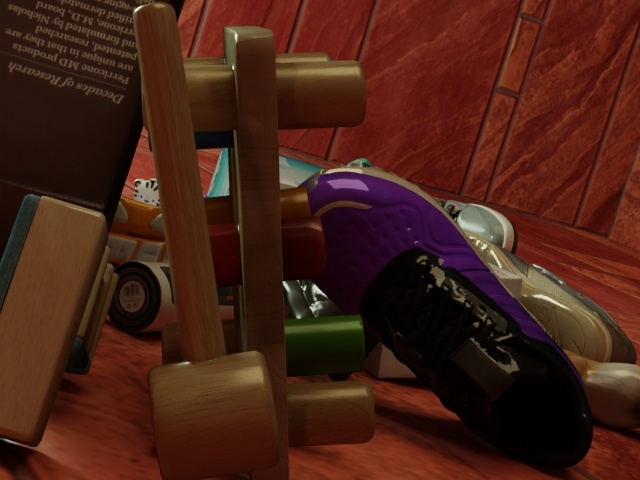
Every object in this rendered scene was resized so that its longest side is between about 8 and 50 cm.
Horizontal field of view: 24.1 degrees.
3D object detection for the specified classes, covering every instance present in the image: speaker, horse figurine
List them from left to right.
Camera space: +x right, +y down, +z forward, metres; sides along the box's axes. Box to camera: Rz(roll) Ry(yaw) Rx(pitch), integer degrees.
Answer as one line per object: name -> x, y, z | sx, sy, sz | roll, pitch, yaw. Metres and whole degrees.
speaker -> -0.107, 0.045, 1.171 | 0.055, 0.055, 0.136 | 21, 7, 29
horse figurine -> 0.262, 0.136, 1.311 | 0.263, 0.066, 0.174 | 14, 9, 17

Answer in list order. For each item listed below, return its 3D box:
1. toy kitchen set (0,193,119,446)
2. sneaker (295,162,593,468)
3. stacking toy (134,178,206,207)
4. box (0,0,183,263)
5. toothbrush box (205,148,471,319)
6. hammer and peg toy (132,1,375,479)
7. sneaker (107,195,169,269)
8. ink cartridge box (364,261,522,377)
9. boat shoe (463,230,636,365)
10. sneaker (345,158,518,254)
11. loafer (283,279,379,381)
toy kitchen set -> -0.213, 0.040, 0.846 | 0.166, 0.122, 0.207 | 17, -13, -2
sneaker -> 0.097, 0.061, 1.073 | 0.293, 0.102, 0.146 | 40, 10, -20
stacking toy -> -0.103, -0.023, 1.734 | 0.221, 0.052, 0.167 | 19, 7, 8
box -> -0.182, -0.166, 1.149 | 0.143, 0.381, 0.191 | 18, -25, -5
toothbrush box -> 0.000, 0.000, 1.489 | 0.216, 0.126, 0.295 | 17, 6, -12
hammer and peg toy -> -0.035, -0.003, 0.871 | 0.127, 0.266, 0.361 | -2, 8, -5
sneaker -> -0.139, 0.010, 1.289 | 0.215, 0.084, 0.083 | 25, -12, 4
ink cartridge box -> 0.101, 0.063, 1.284 | 0.143, 0.090, 0.092 | 2, 11, -22
boat shoe -> 0.214, 0.074, 1.574 | 0.092, 0.103, 0.285 | 18, 8, -39
sneaker -> 0.107, -0.032, 1.999 | 0.178, 0.124, 0.295 | 18, -3, -41
loafer -> 0.010, 0.036, 1.237 | 0.080, 0.078, 0.220 | 55, 3, -33
